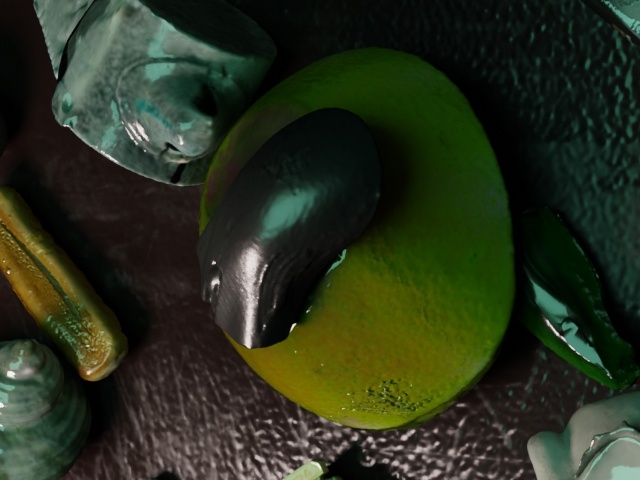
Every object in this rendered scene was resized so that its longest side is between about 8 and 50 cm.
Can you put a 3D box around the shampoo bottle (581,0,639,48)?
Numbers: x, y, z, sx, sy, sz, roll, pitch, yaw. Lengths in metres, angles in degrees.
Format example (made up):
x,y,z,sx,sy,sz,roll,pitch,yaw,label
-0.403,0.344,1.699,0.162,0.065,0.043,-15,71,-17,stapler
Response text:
x,y,z,sx,sy,sz,roll,pitch,yaw,label
0.311,-0.210,1.622,0.207,0.057,0.063,44,107,22,shampoo bottle

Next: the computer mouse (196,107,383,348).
x,y,z,sx,sy,sz,roll,pitch,yaw,label
-0.049,-0.014,1.606,0.147,0.088,0.264,56,129,33,computer mouse

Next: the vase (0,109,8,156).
x,y,z,sx,sy,sz,roll,pitch,yaw,label
-0.454,-0.105,2.116,0.120,0.120,0.183,51,133,21,vase

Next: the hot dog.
x,y,z,sx,sy,sz,roll,pitch,yaw,label
-0.320,0.047,2.052,0.088,0.061,0.286,-41,68,15,hot dog

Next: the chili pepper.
x,y,z,sx,sy,sz,roll,pitch,yaw,label
0.235,0.058,1.683,0.216,0.062,0.108,48,116,21,chili pepper

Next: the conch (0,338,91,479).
x,y,z,sx,sy,sz,roll,pitch,yaw,label
-0.375,0.205,2.044,0.277,0.195,0.220,121,151,-48,conch

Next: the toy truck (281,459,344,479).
x,y,z,sx,sy,sz,roll,pitch,yaw,label
-0.030,0.308,1.861,0.169,0.077,0.100,-42,73,29,toy truck

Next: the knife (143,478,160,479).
x,y,z,sx,sy,sz,roll,pitch,yaw,label
-0.153,0.397,1.973,0.073,0.040,0.265,-29,76,20,knife

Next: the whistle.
x,y,z,sx,sy,sz,roll,pitch,yaw,label
-0.215,-0.218,1.895,0.405,0.188,0.168,40,113,26,whistle

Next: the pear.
x,y,z,sx,sy,sz,roll,pitch,yaw,label
0.000,-0.001,1.731,0.399,0.165,0.399,0,90,46,pear

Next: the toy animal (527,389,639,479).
x,y,z,sx,sy,sz,roll,pitch,yaw,label
0.296,0.237,1.596,0.325,0.154,0.208,-40,81,20,toy animal
